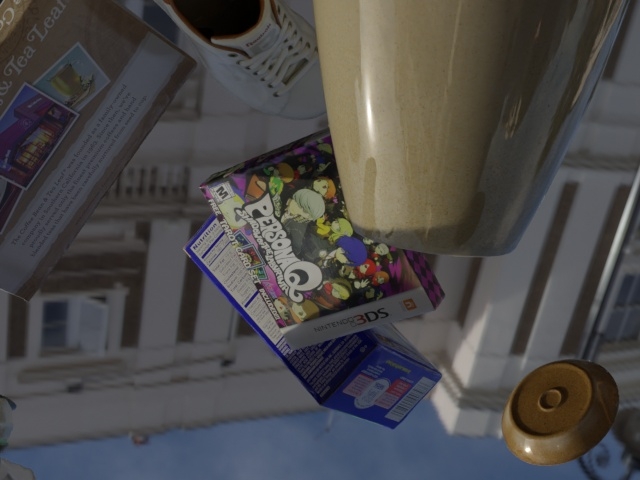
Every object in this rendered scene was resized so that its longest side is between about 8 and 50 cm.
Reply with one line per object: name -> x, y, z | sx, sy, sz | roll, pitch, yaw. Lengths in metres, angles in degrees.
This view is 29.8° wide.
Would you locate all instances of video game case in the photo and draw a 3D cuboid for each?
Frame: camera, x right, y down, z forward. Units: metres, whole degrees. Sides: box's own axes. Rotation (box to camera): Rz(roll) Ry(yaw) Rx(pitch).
video game case -> 0.000, 0.000, 1.361 | 0.210, 0.232, 0.042 | -19, -163, 34

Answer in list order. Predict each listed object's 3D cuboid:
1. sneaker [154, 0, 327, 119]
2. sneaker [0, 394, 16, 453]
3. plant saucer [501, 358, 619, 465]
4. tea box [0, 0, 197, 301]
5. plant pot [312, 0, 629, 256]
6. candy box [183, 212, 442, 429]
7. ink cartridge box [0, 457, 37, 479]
sneaker -> -0.066, -0.185, 1.134 | 0.290, 0.106, 0.123 | 36, -172, -43
sneaker -> -0.389, 0.245, 1.066 | 0.158, 0.182, 0.410 | -15, 175, 18
plant saucer -> 0.154, 0.108, 0.792 | 0.083, 0.015, 0.083 | -24, -142, 21
tea box -> -0.373, -0.170, 1.323 | 0.323, 0.329, 0.220 | 41, -174, 41
plant pot -> 0.100, -0.134, 0.893 | 0.256, 0.274, 0.256 | 7, -168, -2
candy box -> -0.009, 0.102, 1.679 | 0.317, 0.122, 0.268 | 47, -173, 28
ink cartridge box -> -0.550, 0.410, 1.481 | 0.384, 0.279, 0.160 | -21, -107, -2
